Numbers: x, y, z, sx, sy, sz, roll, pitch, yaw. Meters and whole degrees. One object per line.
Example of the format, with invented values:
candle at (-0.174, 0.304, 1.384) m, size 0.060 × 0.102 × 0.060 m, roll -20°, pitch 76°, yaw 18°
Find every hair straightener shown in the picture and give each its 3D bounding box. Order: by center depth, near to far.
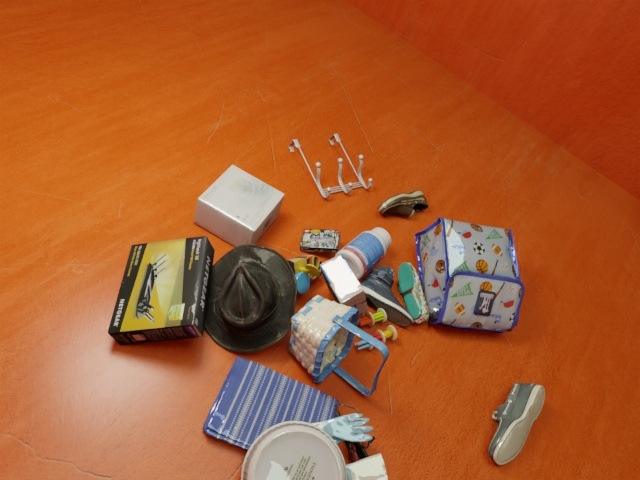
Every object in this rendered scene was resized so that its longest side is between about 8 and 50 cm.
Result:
hair straightener at (0.106, 0.563, 1.382) m, size 0.089 × 0.047 × 0.230 m, roll -13°, pitch 60°, yaw -30°

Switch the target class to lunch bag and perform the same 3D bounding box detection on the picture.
lunch bag at (0.544, 0.135, 1.798) m, size 0.328 × 0.239 × 0.385 m, roll 9°, pitch 66°, yaw -16°

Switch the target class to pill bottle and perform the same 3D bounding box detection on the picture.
pill bottle at (0.162, 0.041, 1.785) m, size 0.124 × 0.124 × 0.222 m, roll 42°, pitch 51°, yaw 14°

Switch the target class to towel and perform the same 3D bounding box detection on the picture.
towel at (-0.129, 0.487, 1.370) m, size 0.336 × 0.040 × 0.243 m, roll 25°, pitch 46°, yaw -4°

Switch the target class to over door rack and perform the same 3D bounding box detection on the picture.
over door rack at (0.046, -0.333, 2.057) m, size 0.240 × 0.108 × 0.324 m, roll -15°, pitch 59°, yaw -32°

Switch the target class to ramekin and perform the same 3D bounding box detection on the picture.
ramekin at (-0.061, 0.578, 1.202) m, size 0.273 × 0.127 × 0.272 m, roll 2°, pitch 64°, yaw -5°

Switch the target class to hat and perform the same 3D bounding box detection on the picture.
hat at (-0.225, 0.157, 1.438) m, size 0.332 × 0.134 × 0.330 m, roll -2°, pitch 73°, yaw 7°

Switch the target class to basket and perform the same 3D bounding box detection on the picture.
basket at (0.056, 0.309, 1.437) m, size 0.289 × 0.254 × 0.201 m, roll 36°, pitch 49°, yaw 23°

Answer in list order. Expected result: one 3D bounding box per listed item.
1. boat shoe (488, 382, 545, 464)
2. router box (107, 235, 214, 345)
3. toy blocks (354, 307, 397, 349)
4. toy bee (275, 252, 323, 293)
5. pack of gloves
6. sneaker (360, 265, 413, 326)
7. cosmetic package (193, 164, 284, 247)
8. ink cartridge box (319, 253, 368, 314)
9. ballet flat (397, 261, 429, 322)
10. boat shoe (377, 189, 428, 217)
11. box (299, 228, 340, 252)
boat shoe at (0.606, 0.573, 1.568) m, size 0.099 × 0.116 × 0.319 m, roll 8°, pitch 38°, yaw 47°
router box at (-0.450, 0.139, 1.427) m, size 0.243 × 0.081 × 0.308 m, roll -7°, pitch 51°, yaw 6°
toy blocks at (0.164, 0.295, 1.624) m, size 0.148 × 0.054 × 0.123 m, roll -13°, pitch 59°, yaw -30°
toy bee at (-0.095, 0.100, 1.588) m, size 0.196 × 0.162 × 0.298 m, roll -6°, pitch 19°, yaw 20°
pack of gloves at (0.045, 0.576, 1.311) m, size 0.232 × 0.046 × 0.194 m, roll -9°, pitch 67°, yaw -10°
sneaker at (0.251, 0.186, 1.727) m, size 0.226 × 0.086 × 0.163 m, roll 34°, pitch 51°, yaw 9°
cosmetic package at (-0.283, -0.114, 1.726) m, size 0.225 × 0.138 × 0.224 m, roll 29°, pitch 48°, yaw 4°
ink cartridge box at (0.079, 0.157, 1.592) m, size 0.086 × 0.203 × 0.148 m, roll -29°, pitch 63°, yaw -4°
ballet flat at (0.335, 0.193, 1.773) m, size 0.077 × 0.091 × 0.240 m, roll 28°, pitch 44°, yaw -41°
boat shoe at (0.352, -0.140, 2.032) m, size 0.258 × 0.095 × 0.095 m, roll -19°, pitch 68°, yaw -33°
box at (0.000, 0.000, 1.784) m, size 0.137 × 0.027 × 0.093 m, roll 2°, pitch 47°, yaw 10°
